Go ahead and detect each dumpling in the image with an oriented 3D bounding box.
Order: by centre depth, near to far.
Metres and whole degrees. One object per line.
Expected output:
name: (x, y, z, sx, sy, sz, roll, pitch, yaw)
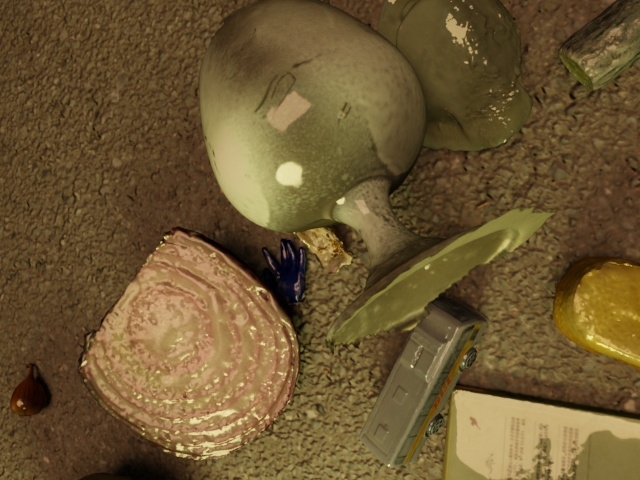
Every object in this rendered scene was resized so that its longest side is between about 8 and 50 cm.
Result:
dumpling: (0.129, -0.193, 0.492, 0.152, 0.108, 0.219, -30, 79, 17)

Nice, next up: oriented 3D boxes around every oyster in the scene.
oyster: (0.001, -0.002, 0.584, 0.051, 0.034, 0.093, -40, 90, 32)

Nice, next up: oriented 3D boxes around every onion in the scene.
onion: (-0.149, 0.136, 0.609, 0.247, 0.111, 0.250, 38, 92, -5)

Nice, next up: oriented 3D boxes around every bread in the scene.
bread: (0.347, 0.090, 0.436, 0.245, 0.094, 0.102, 22, 90, 17)

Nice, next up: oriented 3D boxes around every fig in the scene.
fig: (-0.470, 0.240, 0.753, 0.050, 0.050, 0.084, -20, 66, 19)

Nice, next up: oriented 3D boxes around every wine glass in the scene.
wine glass: (0.018, -0.077, 0.457, 0.238, 0.238, 0.323, -40, 67, 16)

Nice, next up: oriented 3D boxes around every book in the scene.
book: (0.277, 0.275, 0.498, 0.289, 0.026, 0.202, 6, 93, 19)

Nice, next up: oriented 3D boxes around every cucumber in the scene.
cucumber: (0.296, -0.204, 0.457, 0.112, 0.064, 0.064, -41, 79, 16)

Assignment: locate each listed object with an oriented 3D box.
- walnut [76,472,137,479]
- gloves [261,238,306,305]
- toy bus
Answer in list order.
walnut: (-0.305, 0.461, 0.587, 0.277, 0.281, 0.253, 61, 148, 13)
gloves: (-0.047, 0.040, 0.604, 0.064, 0.026, 0.086, -3, 91, 22)
toy bus: (0.111, 0.155, 0.518, 0.064, 0.075, 0.191, 33, 105, 42)
